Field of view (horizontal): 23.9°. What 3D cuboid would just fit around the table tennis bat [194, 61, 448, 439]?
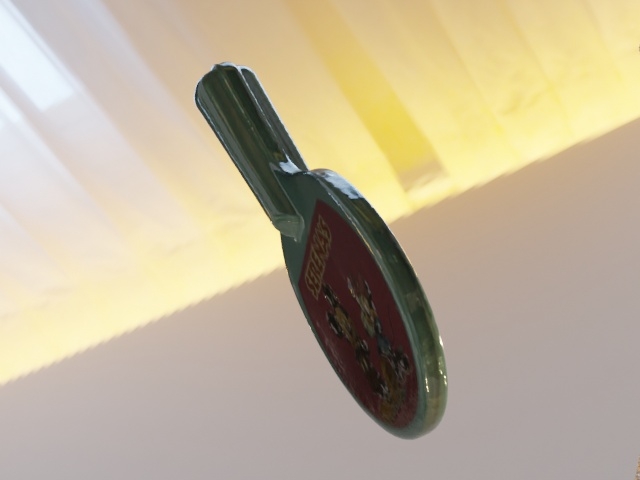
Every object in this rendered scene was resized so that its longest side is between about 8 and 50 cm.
[{"bbox_3d":[0.000,0.000,0.834,0.040,0.153,0.244,-24,-112,-21],"label":"table tennis bat"}]

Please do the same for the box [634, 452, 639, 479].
[{"bbox_3d":[0.166,0.155,0.468,0.086,0.215,0.215,-17,180,15],"label":"box"}]

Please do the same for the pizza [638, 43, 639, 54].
[{"bbox_3d":[0.164,-0.083,0.619,0.026,0.123,0.108,-31,180,-28],"label":"pizza"}]
